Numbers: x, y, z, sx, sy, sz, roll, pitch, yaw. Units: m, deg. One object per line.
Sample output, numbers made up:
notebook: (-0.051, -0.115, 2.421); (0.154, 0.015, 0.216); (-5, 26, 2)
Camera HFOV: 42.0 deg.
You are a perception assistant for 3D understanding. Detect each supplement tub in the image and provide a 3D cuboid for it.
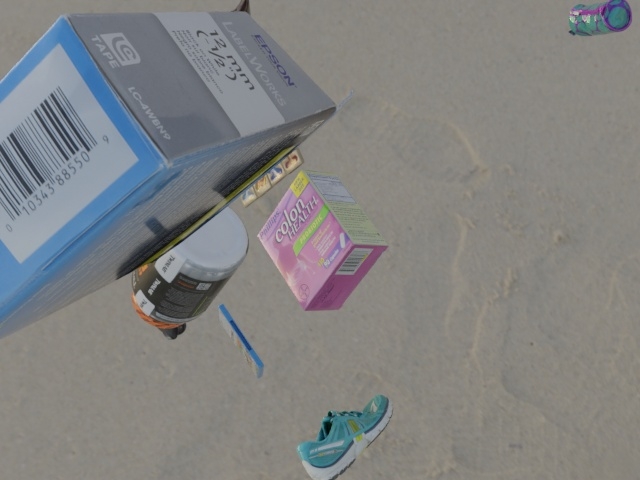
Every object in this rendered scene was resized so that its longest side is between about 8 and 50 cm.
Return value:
supplement tub: (-0.182, 0.036, 1.116); (0.190, 0.117, 0.117); (-49, 35, 46)

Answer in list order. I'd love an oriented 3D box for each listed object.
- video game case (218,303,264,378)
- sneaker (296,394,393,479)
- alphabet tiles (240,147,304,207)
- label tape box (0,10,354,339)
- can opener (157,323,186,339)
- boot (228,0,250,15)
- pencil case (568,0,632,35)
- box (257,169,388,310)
video game case: (-0.179, 0.228, 1.875); (0.015, 0.119, 0.166); (-31, 75, -16)
sneaker: (0.058, 0.393, 1.739); (0.110, 0.275, 0.107); (48, 132, 9)
alphabet tiles: (-0.150, -0.235, 1.661); (0.342, 0.011, 0.285); (-33, 78, 50)
label tape box: (-0.140, -0.060, 0.653); (0.249, 0.115, 0.347); (-36, 1, 26)
can opener: (-0.251, 0.068, 1.361); (0.073, 0.059, 0.186); (-7, 91, 54)
boot: (-0.178, -0.387, 1.431); (0.114, 0.037, 0.106); (-3, 47, 3)
pencil case: (0.541, -0.434, 1.626); (0.151, 0.070, 0.065); (-138, 70, -75)
box: (0.000, 0.000, 1.901); (0.213, 0.117, 0.243); (-54, 53, 29)
